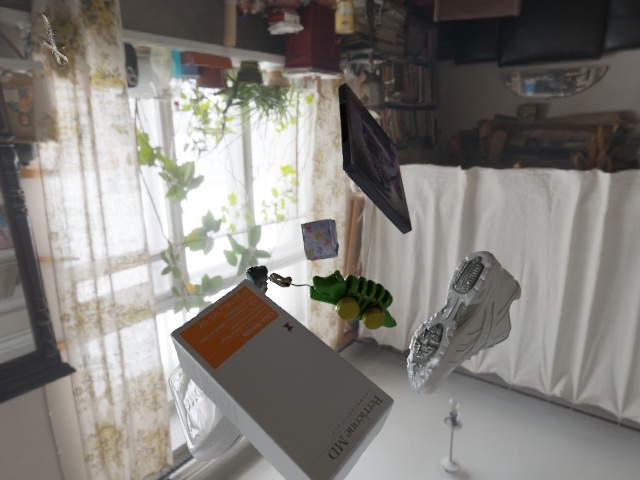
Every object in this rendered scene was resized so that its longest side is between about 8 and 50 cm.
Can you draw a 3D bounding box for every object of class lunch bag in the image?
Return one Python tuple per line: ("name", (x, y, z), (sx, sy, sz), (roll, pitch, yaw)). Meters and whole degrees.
("lunch bag", (0.000, 0.000, 0.909), (0.071, 0.083, 0.053), (-11, 173, 18))

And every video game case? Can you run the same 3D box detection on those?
("video game case", (0.103, -0.166, 0.827), (0.026, 0.196, 0.274), (-29, -140, 26))

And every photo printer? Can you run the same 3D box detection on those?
("photo printer", (-0.328, 0.479, 1.275), (0.107, 0.256, 0.308), (14, -145, -49))

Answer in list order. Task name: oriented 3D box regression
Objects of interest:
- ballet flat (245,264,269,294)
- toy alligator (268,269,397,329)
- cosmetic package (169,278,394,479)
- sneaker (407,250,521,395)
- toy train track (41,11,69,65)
("ballet flat", (-0.176, 0.133, 1.200), (0.074, 0.203, 0.074), (5, -127, -7))
("toy alligator", (0.030, 0.062, 0.532), (0.189, 0.051, 0.056), (25, -161, -21))
("cosmetic package", (-0.095, 0.312, 0.933), (0.453, 0.162, 0.230), (34, -128, 25))
("sneaker", (0.220, 0.138, 0.622), (0.115, 0.232, 0.090), (31, -175, -15))
("toy train track", (-0.385, -0.293, 0.615), (0.048, 0.083, 0.014), (36, -121, 2))
